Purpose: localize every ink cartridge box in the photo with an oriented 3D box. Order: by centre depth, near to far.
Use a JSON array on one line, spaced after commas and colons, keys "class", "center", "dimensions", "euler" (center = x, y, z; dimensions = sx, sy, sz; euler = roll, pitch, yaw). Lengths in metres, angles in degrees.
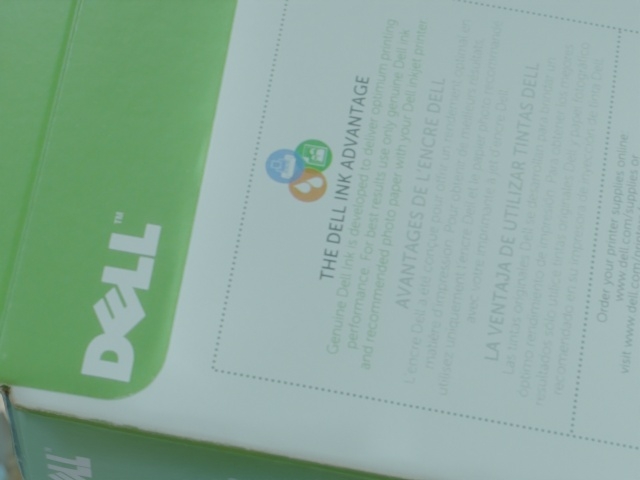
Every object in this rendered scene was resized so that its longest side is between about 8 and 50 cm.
[{"class": "ink cartridge box", "center": [0.000, 0.000, 0.383], "dimensions": [0.062, 0.209, 0.109], "euler": [102, -1, -66]}]
